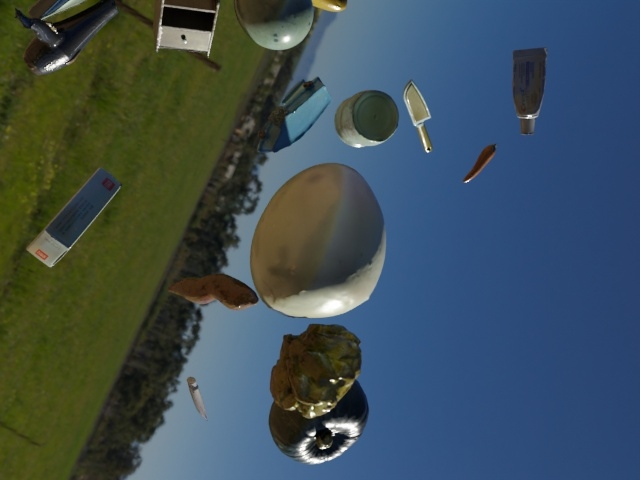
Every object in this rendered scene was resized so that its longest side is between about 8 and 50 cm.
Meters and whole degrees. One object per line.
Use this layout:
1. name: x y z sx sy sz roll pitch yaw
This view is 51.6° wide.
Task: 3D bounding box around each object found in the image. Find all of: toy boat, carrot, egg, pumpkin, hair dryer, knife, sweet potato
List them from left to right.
1. hair dryer: -0.689 -0.566 1.735 0.303 0.120 0.359 -34 -176 1
2. sweet potato: -0.207 0.092 1.259 0.051 0.218 0.065 11 85 -59
3. egg: -0.106 -0.521 1.474 0.169 0.169 0.237 -61 -137 31
4. toy boat: -0.080 -0.310 1.662 0.238 0.109 0.098 -49 -130 -10
5. egg: 0.000 0.000 1.412 0.283 0.282 0.345 153 -50 -77
6. pumpkin: 0.000 0.518 1.930 0.300 0.300 0.207 -62 -145 22
7. knife: 0.317 -0.390 2.092 0.343 0.061 0.027 53 20 -54
8. carrot: 0.457 -0.221 1.898 0.142 0.035 0.035 -53 -169 13

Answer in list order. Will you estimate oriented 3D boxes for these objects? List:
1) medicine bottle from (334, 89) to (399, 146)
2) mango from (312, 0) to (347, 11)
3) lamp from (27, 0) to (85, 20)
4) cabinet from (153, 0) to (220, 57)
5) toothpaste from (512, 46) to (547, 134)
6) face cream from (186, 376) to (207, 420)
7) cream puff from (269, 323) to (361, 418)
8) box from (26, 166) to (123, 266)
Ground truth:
1. medicine bottle: 0.124 -0.329 1.799 0.147 0.147 0.143 -66 -163 -5
2. mango: -0.004 -0.777 2.051 0.098 0.195 0.137 -42 -163 41
3. lamp: -0.676 -0.733 1.886 0.266 0.047 0.269 -24 -158 29
4. cabinet: -0.421 -0.701 2.061 0.215 0.174 0.148 116 -32 -49
5. toothpaste: 0.688 -0.488 2.185 0.068 0.099 0.283 33 -46 55
6. face cream: -0.272 0.350 1.462 0.020 0.038 0.115 -28 125 -30
7. cream puff: -0.008 0.302 1.570 0.244 0.196 0.244 -49 -149 45
8. box: -0.633 -0.066 1.719 0.135 0.079 0.269 -31 -156 40
